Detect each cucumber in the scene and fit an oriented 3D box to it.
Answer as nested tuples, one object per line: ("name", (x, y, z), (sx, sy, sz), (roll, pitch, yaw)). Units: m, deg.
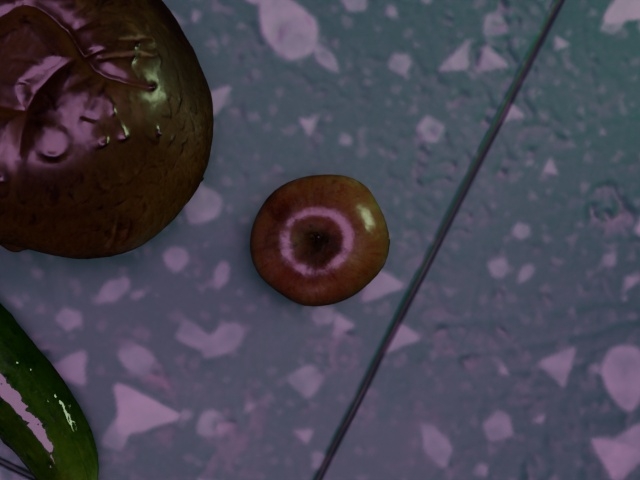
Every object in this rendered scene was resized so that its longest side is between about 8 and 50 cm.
("cucumber", (-0.209, 0.056, 0.974), (0.056, 0.056, 0.250), (-41, 94, -7))

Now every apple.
("apple", (0.000, 0.000, 0.994), (0.084, 0.071, 0.084), (0, 86, 2))

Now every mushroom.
("mushroom", (-0.170, -0.092, 0.942), (0.231, 0.138, 0.194), (9, 87, -13))
